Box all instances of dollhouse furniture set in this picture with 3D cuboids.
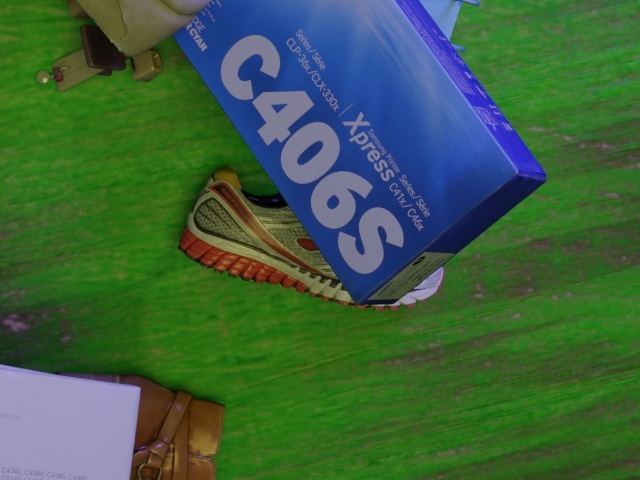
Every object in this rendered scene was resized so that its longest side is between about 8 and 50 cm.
[{"bbox_3d":[-0.197,-0.180,1.567,0.081,0.091,0.114,-20,79,35],"label":"dollhouse furniture set"}]

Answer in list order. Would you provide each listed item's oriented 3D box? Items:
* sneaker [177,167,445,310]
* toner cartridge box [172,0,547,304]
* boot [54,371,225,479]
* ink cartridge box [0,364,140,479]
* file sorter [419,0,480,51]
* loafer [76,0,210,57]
[{"bbox_3d":[0.000,0.000,1.593,0.225,0.088,0.093,15,96,-12],"label":"sneaker"},{"bbox_3d":[0.005,-0.136,1.471,0.165,0.075,0.348,-40,74,18],"label":"toner cartridge box"},{"bbox_3d":[-0.168,0.212,1.615,0.152,0.073,0.197,12,101,-16],"label":"boot"},{"bbox_3d":[-0.282,0.228,1.459,0.197,0.198,0.270,12,82,-35],"label":"ink cartridge box"},{"bbox_3d":[0.048,-0.139,1.567,0.118,0.104,0.170,16,97,-13],"label":"file sorter"},{"bbox_3d":[-0.205,-0.240,1.471,0.268,0.102,0.092,42,108,17],"label":"loafer"}]
